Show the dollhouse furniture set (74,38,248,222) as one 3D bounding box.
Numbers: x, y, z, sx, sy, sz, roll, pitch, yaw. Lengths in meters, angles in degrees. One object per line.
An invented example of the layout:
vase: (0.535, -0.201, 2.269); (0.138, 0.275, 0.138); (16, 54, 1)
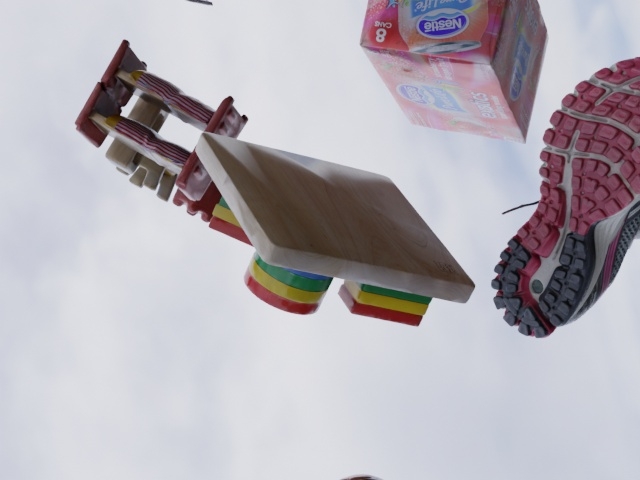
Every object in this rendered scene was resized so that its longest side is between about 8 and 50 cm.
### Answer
dollhouse furniture set: (-0.219, -0.150, 2.525); (0.152, 0.201, 0.374); (-60, -12, -6)

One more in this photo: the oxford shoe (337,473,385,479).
oxford shoe: (-0.007, 0.359, 1.354); (0.130, 0.123, 0.348); (153, 137, -75)

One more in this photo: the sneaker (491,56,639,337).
sneaker: (0.267, -0.047, 1.588); (0.121, 0.299, 0.112); (40, -150, 25)

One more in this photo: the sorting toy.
sorting toy: (0.000, 0.000, 1.801); (0.255, 0.089, 0.257); (12, -155, -29)

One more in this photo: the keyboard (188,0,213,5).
keyboard: (-0.264, -0.351, 2.146); (0.072, 0.256, 0.014); (8, -78, -69)

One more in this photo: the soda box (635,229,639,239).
soda box: (0.409, -0.034, 2.232); (0.168, 0.053, 0.060); (-2, -106, -26)

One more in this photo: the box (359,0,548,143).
box: (0.157, -0.226, 1.845); (0.300, 0.154, 0.142); (44, -122, -71)
